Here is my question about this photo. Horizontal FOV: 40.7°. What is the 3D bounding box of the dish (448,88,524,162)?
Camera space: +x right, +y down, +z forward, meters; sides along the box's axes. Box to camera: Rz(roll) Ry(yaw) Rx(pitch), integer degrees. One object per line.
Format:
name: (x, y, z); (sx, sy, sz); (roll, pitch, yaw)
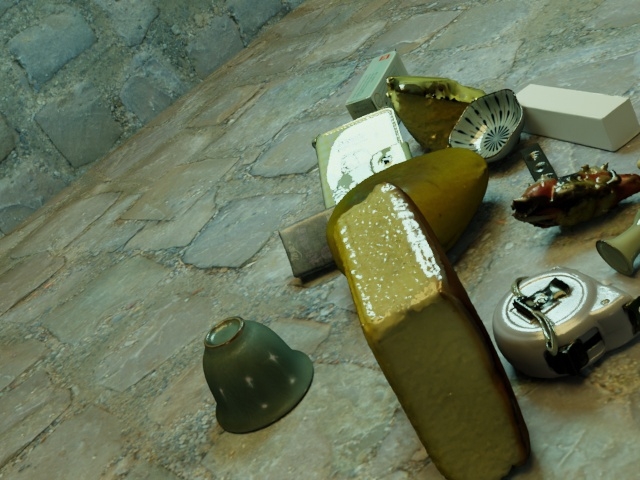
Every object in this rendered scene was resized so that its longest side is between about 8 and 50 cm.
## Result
dish: (0.366, -0.225, 1.829); (0.191, 0.066, 0.190); (-31, 41, 32)

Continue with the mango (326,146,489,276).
mango: (0.170, -0.059, 1.637); (0.365, 0.182, 0.253); (-40, 27, -17)

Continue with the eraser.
eraser: (0.505, -0.254, 1.750); (0.076, 0.078, 0.298); (-37, 27, -12)

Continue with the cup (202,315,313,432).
cup: (-0.132, 0.212, 1.511); (0.199, 0.150, 0.199); (-23, 27, 13)

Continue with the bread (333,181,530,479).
bread: (0.147, 0.123, 1.185); (0.143, 0.323, 0.333); (-27, 28, 5)

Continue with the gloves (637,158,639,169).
gloves: (0.599, -0.109, 1.402); (0.129, 0.106, 0.181); (-19, -4, 3)

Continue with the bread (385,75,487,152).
bread: (0.269, -0.298, 1.988); (0.262, 0.162, 0.204); (12, 26, -9)

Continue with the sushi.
sushi: (0.437, -0.073, 1.487); (0.226, 0.097, 0.103); (-11, 35, 6)

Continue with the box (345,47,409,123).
box: (0.161, -0.380, 2.267); (0.079, 0.135, 0.269); (-13, 31, 32)

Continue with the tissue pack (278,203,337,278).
tissue pack: (0.000, 0.000, 1.791); (0.156, 0.112, 0.051); (-23, -13, 13)

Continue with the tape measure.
tape measure: (0.339, 0.113, 1.248); (0.178, 0.105, 0.196); (-38, 28, -14)

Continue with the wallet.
wallet: (0.099, -0.145, 1.915); (0.223, 0.077, 0.309); (-18, 48, 9)

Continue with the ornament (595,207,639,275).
ornament: (0.510, -0.018, 1.342); (0.156, 0.081, 0.075); (-39, 67, -10)

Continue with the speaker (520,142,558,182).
speaker: (0.425, -0.122, 1.638); (0.040, 0.046, 0.191); (-26, 28, 13)
